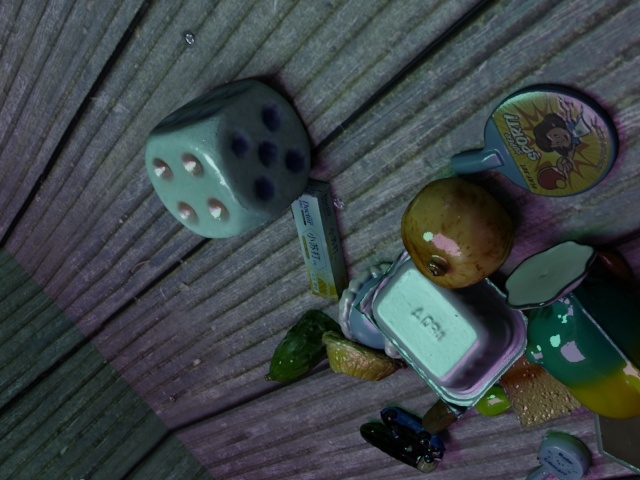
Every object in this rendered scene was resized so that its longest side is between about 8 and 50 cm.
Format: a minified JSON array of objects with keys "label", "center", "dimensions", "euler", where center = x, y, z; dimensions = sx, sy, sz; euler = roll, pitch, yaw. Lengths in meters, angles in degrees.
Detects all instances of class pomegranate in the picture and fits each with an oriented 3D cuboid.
[{"label":"pomegranate","center":[0.256,-0.006,1.667],"dimensions":[0.215,0.215,0.215],"euler":[26,140,24]}]

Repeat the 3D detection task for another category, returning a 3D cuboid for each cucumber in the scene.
[{"label":"cucumber","center":[0.210,0.562,2.387],"dimensions":[0.241,0.074,0.074],"euler":[18,136,35]},{"label":"cucumber","center":[-0.058,0.291,2.248],"dimensions":[0.134,0.244,0.134],"euler":[25,134,29]}]

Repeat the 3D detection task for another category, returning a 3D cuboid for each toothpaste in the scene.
[{"label":"toothpaste","center":[0.000,0.000,2.051],"dimensions":[0.089,0.071,0.312],"euler":[14,133,31]}]

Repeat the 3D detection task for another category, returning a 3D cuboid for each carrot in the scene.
[{"label":"carrot","center":[0.327,0.382,2.102],"dimensions":[0.070,0.070,0.342],"euler":[38,142,11]}]

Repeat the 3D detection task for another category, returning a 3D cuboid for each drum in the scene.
[{"label":"drum","center":[0.526,0.519,2.048],"dimensions":[0.130,0.049,0.253],"euler":[47,144,-2]}]

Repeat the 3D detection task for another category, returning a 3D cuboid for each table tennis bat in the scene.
[{"label":"table tennis bat","center":[0.369,-0.164,1.548],"dimensions":[0.329,0.044,0.215],"euler":[-11,118,47]}]

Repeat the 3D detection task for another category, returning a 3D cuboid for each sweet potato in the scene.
[{"label":"sweet potato","center":[0.540,0.048,1.589],"dimensions":[0.095,0.034,0.034],"euler":[41,146,-13]}]

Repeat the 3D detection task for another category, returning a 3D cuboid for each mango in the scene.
[{"label":"mango","center":[0.405,0.372,2.022],"dimensions":[0.108,0.056,0.073],"euler":[-23,112,40]}]

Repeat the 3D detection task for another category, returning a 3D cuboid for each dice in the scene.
[{"label":"dice","center":[-0.201,-0.179,1.904],"dimensions":[0.268,0.265,0.262],"euler":[-3,122,47]}]

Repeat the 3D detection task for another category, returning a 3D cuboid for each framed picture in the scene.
[{"label":"framed picture","center":[0.651,0.388,1.789],"dimensions":[0.217,0.017,0.274],"euler":[25,141,45]}]

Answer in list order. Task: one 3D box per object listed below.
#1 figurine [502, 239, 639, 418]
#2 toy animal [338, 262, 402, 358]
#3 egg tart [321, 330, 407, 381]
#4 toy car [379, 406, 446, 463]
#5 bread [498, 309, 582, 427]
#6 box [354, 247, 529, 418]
[{"label":"figurine","center":[0.496,0.184,1.595],"dimensions":[0.340,0.231,0.323],"euler":[51,174,-14]},{"label":"toy animal","center":[0.152,0.175,1.997],"dimensions":[0.204,0.156,0.208],"euler":[24,143,32]},{"label":"egg tart","center":[0.095,0.292,2.127],"dimensions":[0.232,0.098,0.252],"euler":[20,175,-33]},{"label":"toy car","center":[0.244,0.504,2.301],"dimensions":[0.216,0.063,0.103],"euler":[30,151,43]},{"label":"bread","center":[0.426,0.263,1.853],"dimensions":[0.178,0.142,0.266],"euler":[-1,116,60]},{"label":"box","center":[0.235,0.164,1.785],"dimensions":[0.336,0.106,0.264],"euler":[47,113,25]}]
